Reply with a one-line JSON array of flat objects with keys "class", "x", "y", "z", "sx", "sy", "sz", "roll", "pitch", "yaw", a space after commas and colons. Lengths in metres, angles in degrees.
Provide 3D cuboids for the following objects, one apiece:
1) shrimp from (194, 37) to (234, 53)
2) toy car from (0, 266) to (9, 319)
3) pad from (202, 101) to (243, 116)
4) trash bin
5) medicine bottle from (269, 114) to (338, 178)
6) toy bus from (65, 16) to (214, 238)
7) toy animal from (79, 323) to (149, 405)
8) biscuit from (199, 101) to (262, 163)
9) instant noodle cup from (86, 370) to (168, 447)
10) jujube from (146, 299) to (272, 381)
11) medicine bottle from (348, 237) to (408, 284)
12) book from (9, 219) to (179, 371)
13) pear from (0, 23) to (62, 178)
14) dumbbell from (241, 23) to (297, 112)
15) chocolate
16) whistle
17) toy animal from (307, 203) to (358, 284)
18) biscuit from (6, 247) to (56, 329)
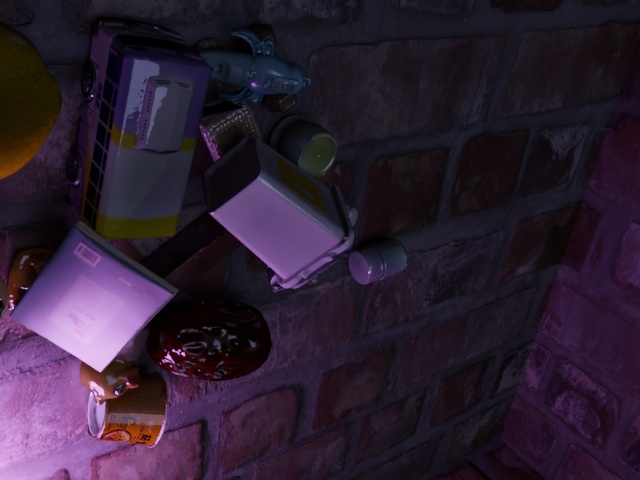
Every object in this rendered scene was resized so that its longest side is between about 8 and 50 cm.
[{"class": "shrimp", "x": -0.268, "y": -0.391, "z": 1.608, "sx": 0.148, "sy": 0.035, "sz": 0.195, "roll": 12, "pitch": 108, "yaw": -47}, {"class": "toy car", "x": -0.774, "y": 0.105, "z": 1.474, "sx": 0.124, "sy": 0.101, "sz": 0.256, "roll": -29, "pitch": 132, "yaw": -26}, {"class": "pad", "x": -0.253, "y": -0.309, "z": 1.551, "sx": 0.113, "sy": 0.188, "sz": 0.006, "roll": -14, "pitch": 109, "yaw": -15}, {"class": "trash bin", "x": -0.124, "y": -0.065, "z": 1.679, "sx": 0.296, "sy": 0.255, "sz": 0.368, "roll": -34, "pitch": 133, "yaw": 20}, {"class": "medicine bottle", "x": -0.047, "y": -0.258, "z": 1.801, "sx": 0.147, "sy": 0.143, "sz": 0.147, "roll": -24, "pitch": 134, "yaw": -27}, {"class": "toy bus", "x": -0.401, "y": -0.237, "z": 1.439, "sx": 0.209, "sy": 0.249, "sz": 0.439, "roll": -1, "pitch": 119, "yaw": -40}, {"class": "toy animal", "x": -0.545, "y": 0.297, "z": 1.723, "sx": 0.195, "sy": 0.169, "sz": 0.281, "roll": 12, "pitch": 86, "yaw": -79}, {"class": "biscuit", "x": -0.197, "y": -0.178, "z": 1.779, "sx": 0.144, "sy": 0.078, "sz": 0.426, "roll": -35, "pitch": 136, "yaw": -17}, {"class": "instant noodle cup", "x": -0.551, "y": 0.476, "z": 1.853, "sx": 0.172, "sy": 0.216, "sz": 0.215, "roll": 11, "pitch": 111, "yaw": -35}, {"class": "jujube", "x": -0.309, "y": 0.285, "z": 1.884, "sx": 0.377, "sy": 0.258, "sz": 0.258, "roll": 2, "pitch": 117, "yaw": -47}, {"class": "medicine bottle", "x": 0.196, "y": 0.071, "z": 2.242, "sx": 0.169, "sy": 0.135, "sz": 0.135, "roll": -18, "pitch": 128, "yaw": -32}, {"class": "book", "x": -0.528, "y": 0.144, "z": 1.501, "sx": 0.264, "sy": 0.031, "sz": 0.379, "roll": 39, "pitch": 124, "yaw": -15}, {"class": "pear", "x": -0.687, "y": -0.245, "z": 1.239, "sx": 0.387, "sy": 0.191, "sz": 0.340, "roll": -30, "pitch": 133, "yaw": -22}, {"class": "dumbbell", "x": -0.129, "y": -0.433, "z": 1.657, "sx": 0.092, "sy": 0.082, "sz": 0.230, "roll": -38, "pitch": 136, "yaw": -15}, {"class": "chocolate", "x": -0.358, "y": 0.049, "z": 1.785, "sx": 0.321, "sy": 0.112, "sz": 0.112, "roll": -40, "pitch": 145, "yaw": -11}, {"class": "whistle", "x": -0.156, "y": -0.401, "z": 1.559, "sx": 0.274, "sy": 0.093, "sz": 0.186, "roll": 8, "pitch": 131, "yaw": -14}, {"class": "toy animal", "x": -0.002, "y": -0.013, "z": 2.027, "sx": 0.141, "sy": 0.138, "sz": 0.282, "roll": 27, "pitch": 106, "yaw": -39}, {"class": "biscuit", "x": -0.672, "y": 0.120, "z": 1.614, "sx": 0.203, "sy": 0.041, "sz": 0.260, "roll": -32, "pitch": 136, "yaw": -19}]
